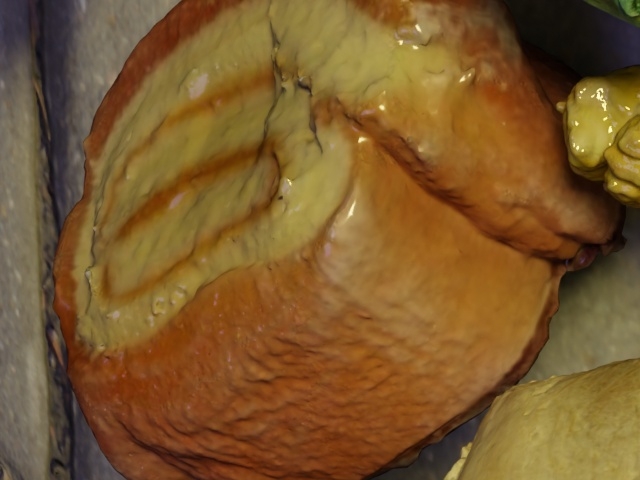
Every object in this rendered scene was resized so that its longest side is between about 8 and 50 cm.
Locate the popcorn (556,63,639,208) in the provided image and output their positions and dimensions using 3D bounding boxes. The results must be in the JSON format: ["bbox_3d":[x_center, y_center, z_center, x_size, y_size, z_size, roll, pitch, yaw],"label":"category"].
[{"bbox_3d":[0.126,-0.026,0.638,0.084,0.084,0.084,24,122,45],"label":"popcorn"}]

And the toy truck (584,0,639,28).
[{"bbox_3d":[0.085,-0.122,0.582,0.259,0.135,0.128,33,128,26],"label":"toy truck"}]

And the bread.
[{"bbox_3d":[0.000,-0.011,0.733,0.244,0.123,0.190,-32,48,39],"label":"bread"}]

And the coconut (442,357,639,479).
[{"bbox_3d":[0.120,0.123,0.624,0.194,0.194,0.194,24,122,45],"label":"coconut"}]
